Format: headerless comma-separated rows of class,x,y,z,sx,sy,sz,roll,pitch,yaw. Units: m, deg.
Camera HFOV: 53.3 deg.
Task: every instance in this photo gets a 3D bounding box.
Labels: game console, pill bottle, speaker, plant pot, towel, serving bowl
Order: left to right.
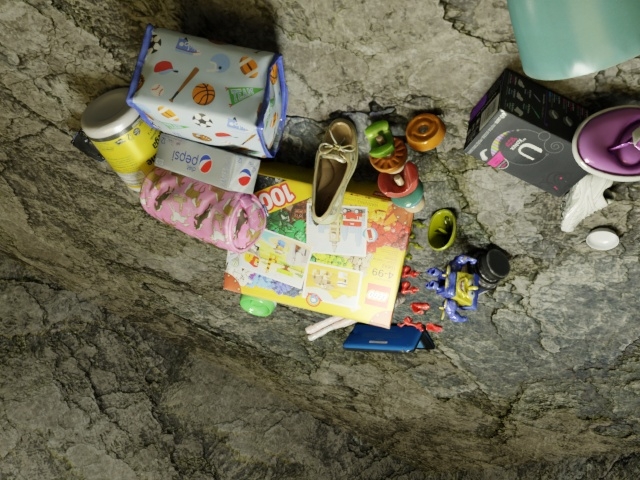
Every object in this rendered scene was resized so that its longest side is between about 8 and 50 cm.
pill bottle,-0.534,-0.267,1.881,0.187,0.188,0.334,1,143,24
speaker,-0.171,0.099,2.131,0.131,0.297,0.131,12,146,9
towel,0.129,0.251,2.180,0.316,0.053,0.332,-24,173,12
game console,0.272,0.420,2.504,0.293,0.250,0.173,-2,115,27
pill bottle,0.483,0.110,1.998,0.122,0.123,0.219,29,145,-15
plant pot,0.450,-0.453,1.084,0.293,0.293,0.235,-11,123,36
serving bowl,0.784,-0.009,1.771,0.083,0.027,0.083,12,146,8

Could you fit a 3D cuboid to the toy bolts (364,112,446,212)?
toy bolts,0.235,-0.188,1.627,0.218,0.229,0.158,-15,149,20

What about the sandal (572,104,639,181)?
sandal,0.746,-0.216,1.353,0.416,0.170,0.102,1,170,-5

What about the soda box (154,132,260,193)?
soda box,-0.292,-0.198,1.626,0.286,0.091,0.098,20,-171,34

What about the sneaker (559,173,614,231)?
sneaker,0.689,-0.095,1.643,0.115,0.090,0.232,8,146,9

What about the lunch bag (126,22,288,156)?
lunch bag,-0.256,-0.345,1.588,0.327,0.239,0.385,14,171,3

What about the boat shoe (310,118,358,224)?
boat shoe,0.035,-0.183,1.659,0.104,0.285,0.089,9,177,8

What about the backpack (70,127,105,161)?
backpack,-0.698,-0.311,1.986,0.114,0.084,0.105,39,142,-20

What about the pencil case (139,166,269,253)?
pencil case,-0.328,-0.095,1.742,0.386,0.167,0.160,19,159,34

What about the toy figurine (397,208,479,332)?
toy figurine,0.383,0.115,1.901,0.217,0.363,0.191,21,157,-32

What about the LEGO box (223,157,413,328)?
LEGO box,0.000,0.000,1.851,0.499,0.193,0.373,12,109,9

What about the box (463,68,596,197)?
box,0.493,-0.243,1.473,0.270,0.143,0.165,23,146,-8
